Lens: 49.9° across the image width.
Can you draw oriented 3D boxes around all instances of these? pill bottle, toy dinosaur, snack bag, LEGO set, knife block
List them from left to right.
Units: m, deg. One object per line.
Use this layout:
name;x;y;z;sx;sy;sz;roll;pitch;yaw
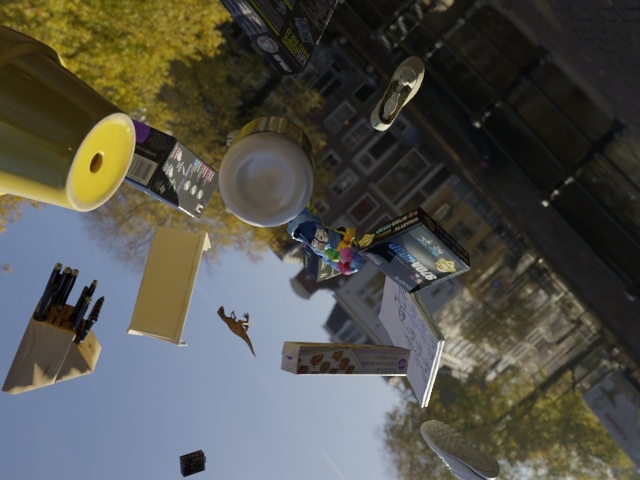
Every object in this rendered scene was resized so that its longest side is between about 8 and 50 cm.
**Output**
knife block;-0.576;0.179;1.434;0.088;0.275;0.242;-96;-11;-61
toy dinosaur;-0.281;0.314;2.403;0.211;0.064;0.112;46;-142;3
pill bottle;-0.107;-0.163;1.469;0.188;0.188;0.334;44;-167;-14
LEGO set;0.066;0.013;1.962;0.087;0.093;0.227;9;-164;-29
snack bag;0.236;0.236;1.889;0.323;0.037;0.343;92;160;-47

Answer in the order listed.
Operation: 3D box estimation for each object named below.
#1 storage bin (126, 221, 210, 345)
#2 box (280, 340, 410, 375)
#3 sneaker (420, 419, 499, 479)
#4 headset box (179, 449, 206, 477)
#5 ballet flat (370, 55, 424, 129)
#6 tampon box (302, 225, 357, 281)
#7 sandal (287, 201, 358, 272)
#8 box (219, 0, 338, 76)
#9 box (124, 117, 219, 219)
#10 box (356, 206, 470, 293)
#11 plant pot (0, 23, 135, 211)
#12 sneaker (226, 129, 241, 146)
storage bin;-0.357;0.114;1.662;0.123;0.263;0.260;12;170;-4
box;0.061;0.263;1.525;0.323;0.063;0.067;9;179;-36
sneaker;0.358;0.577;1.834;0.235;0.095;0.090;36;-134;26
headset box;-0.406;0.712;2.200;0.083;0.062;0.032;-8;-163;-30
ballet flat;0.228;-0.429;1.979;0.086;0.249;0.086;29;177;2
tampon box;0.033;0.047;2.362;0.101;0.161;0.121;49;147;37
sandal;0.000;0.000;2.173;0.317;0.126;0.138;37;-161;-9
box;-0.087;-0.485;1.305;0.060;0.216;0.270;4;152;40
box;-0.397;-0.176;1.755;0.165;0.143;0.270;25;174;21
box;0.217;0.028;1.592;0.220;0.175;0.051;38;-141;-38
plant pot;-0.427;-0.164;1.041;0.238;0.254;0.254;26;-176;11
sneaker;-0.184;-0.185;1.966;0.110;0.118;0.292;-7;-96;-60
